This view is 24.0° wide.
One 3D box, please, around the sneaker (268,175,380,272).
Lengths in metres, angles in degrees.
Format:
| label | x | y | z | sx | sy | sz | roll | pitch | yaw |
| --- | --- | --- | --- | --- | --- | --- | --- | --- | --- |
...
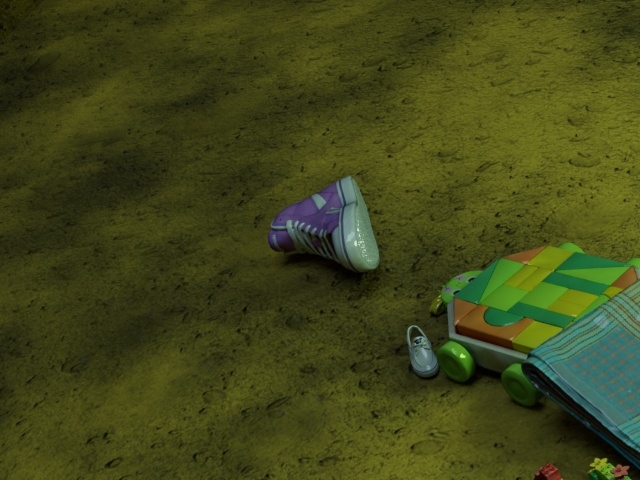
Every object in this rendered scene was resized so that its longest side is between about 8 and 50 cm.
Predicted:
| label | x | y | z | sx | sy | sz | roll | pitch | yaw |
| --- | --- | --- | --- | --- | --- | --- | --- | --- | --- |
| sneaker | 0.000 | 0.001 | 2.321 | 0.161 | 0.102 | 0.282 | -22 | 17 | 5 |

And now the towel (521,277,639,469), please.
| label | x | y | z | sx | sy | sz | roll | pitch | yaw |
| --- | --- | --- | --- | --- | --- | --- | --- | --- | --- |
| towel | 0.458 | 0.124 | 1.784 | 0.370 | 0.040 | 0.271 | -32 | 47 | -21 |

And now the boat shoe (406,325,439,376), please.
| label | x | y | z | sx | sy | sz | roll | pitch | yaw |
| --- | --- | --- | --- | --- | --- | --- | --- | --- | --- |
| boat shoe | 0.135 | 0.147 | 2.028 | 0.035 | 0.035 | 0.100 | -18 | 28 | 3 |

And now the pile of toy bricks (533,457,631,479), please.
| label | x | y | z | sx | sy | sz | roll | pitch | yaw |
| --- | --- | --- | --- | --- | --- | --- | --- | --- | --- |
| pile of toy bricks | 0.320 | 0.279 | 1.599 | 0.118 | 0.105 | 0.212 | -28 | 29 | -15 |

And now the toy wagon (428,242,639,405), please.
| label | x | y | z | sx | sy | sz | roll | pitch | yaw |
| --- | --- | --- | --- | --- | --- | --- | --- | --- | --- |
| toy wagon | 0.271 | 0.093 | 2.000 | 0.267 | 0.068 | 0.344 | -37 | 32 | -29 |
